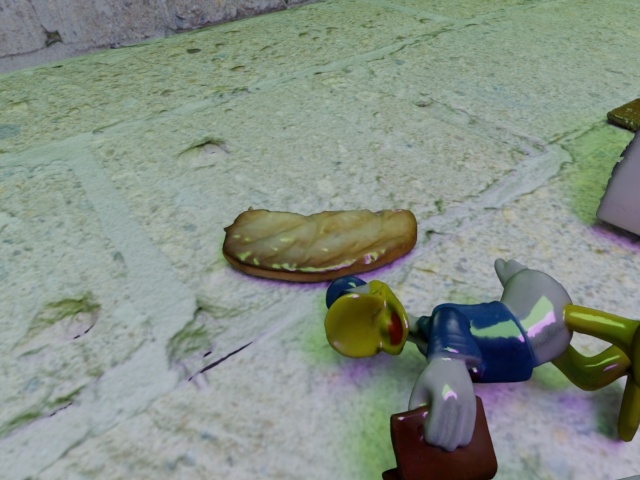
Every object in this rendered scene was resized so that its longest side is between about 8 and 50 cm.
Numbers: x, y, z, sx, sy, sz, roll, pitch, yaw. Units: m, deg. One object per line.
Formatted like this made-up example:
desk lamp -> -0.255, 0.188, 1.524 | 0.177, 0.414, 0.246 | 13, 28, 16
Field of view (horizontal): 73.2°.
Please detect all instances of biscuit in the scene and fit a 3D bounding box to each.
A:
biscuit -> 0.001, 0.003, 0.654 | 0.300, 0.045, 0.154 | 1, 41, 3
biscuit -> 0.732, -0.233, 0.888 | 0.131, 0.025, 0.231 | -25, 47, -21

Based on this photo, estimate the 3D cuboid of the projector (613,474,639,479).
projector -> 0.155, 0.236, 0.269 | 0.251, 0.198, 0.108 | -8, 43, -5

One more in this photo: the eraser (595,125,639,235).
eraser -> 0.573, -0.178, 0.627 | 0.150, 0.331, 0.331 | 31, 52, 32

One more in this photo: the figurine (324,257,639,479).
figurine -> 0.130, 0.130, 0.454 | 0.339, 0.204, 0.283 | 18, 52, 39
